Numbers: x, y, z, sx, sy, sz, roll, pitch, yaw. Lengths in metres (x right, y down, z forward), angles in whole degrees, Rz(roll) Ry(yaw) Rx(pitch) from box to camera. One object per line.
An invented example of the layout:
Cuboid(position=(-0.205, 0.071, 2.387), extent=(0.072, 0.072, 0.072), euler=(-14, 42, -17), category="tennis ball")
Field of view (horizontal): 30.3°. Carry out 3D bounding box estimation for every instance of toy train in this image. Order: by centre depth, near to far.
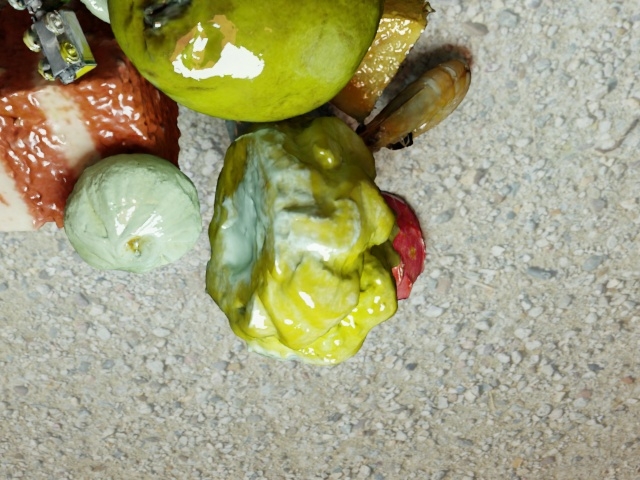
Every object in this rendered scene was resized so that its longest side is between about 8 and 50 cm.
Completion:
Cuboid(position=(-0.355, -0.296, 1.532), extent=(0.060, 0.202, 0.081), euler=(-27, 175, 27), category="toy train")

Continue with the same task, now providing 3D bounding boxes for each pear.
Cuboid(position=(-0.097, -0.331, 1.568), extent=(0.413, 0.352, 0.352), euler=(-27, 149, -42), category="pear")

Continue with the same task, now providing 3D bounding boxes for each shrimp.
Cuboid(position=(0.134, -0.187, 1.842), extent=(0.287, 0.063, 0.152), euler=(-36, 164, -27), category="shrimp")

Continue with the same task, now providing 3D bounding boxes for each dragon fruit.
Cuboid(position=(0.074, 0.005, 2.069), extent=(0.261, 0.163, 0.189), euler=(8, 104, -12), category="dragon fruit")

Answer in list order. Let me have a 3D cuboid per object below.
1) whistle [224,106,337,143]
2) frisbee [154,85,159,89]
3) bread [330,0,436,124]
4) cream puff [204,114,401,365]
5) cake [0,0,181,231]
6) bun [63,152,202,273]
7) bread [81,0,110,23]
Cuboid(position=(-0.051, -0.140, 1.875), extent=(0.168, 0.188, 0.405), euler=(-17, 132, 11), category="whistle")
Cuboid(position=(-0.184, -0.283, 1.741), extent=(0.211, 0.187, 0.012), euler=(1, 148, -42), category="frisbee")
Cuboid(position=(0.061, -0.295, 1.772), extent=(0.139, 0.143, 0.229), euler=(18, 127, -22), category="bread")
Cuboid(position=(0.000, 0.000, 1.687), extent=(0.275, 0.378, 0.378), euler=(3, 134, -23), category="cream puff")
Cuboid(position=(-0.390, -0.193, 1.736), extent=(0.319, 0.269, 0.270), euler=(-13, 133, 5), category="cake")
Cuboid(position=(-0.264, -0.025, 1.650), extent=(0.195, 0.118, 0.195), euler=(-3, 137, -3), category="bun")
Cuboid(position=(-0.269, -0.353, 1.636), extent=(0.036, 0.193, 0.112), euler=(-15, 103, 35), category="bread")
